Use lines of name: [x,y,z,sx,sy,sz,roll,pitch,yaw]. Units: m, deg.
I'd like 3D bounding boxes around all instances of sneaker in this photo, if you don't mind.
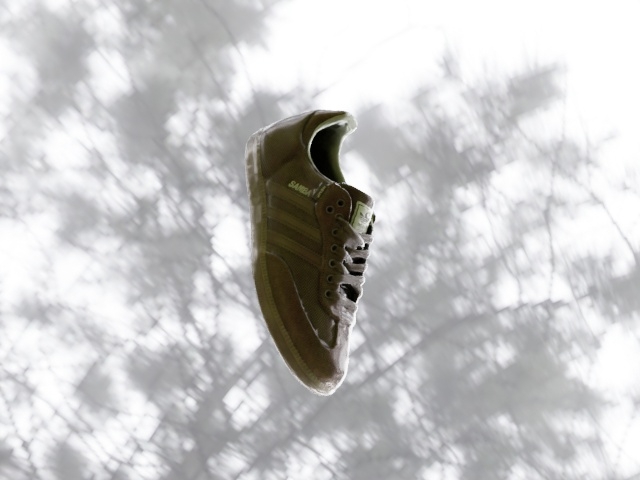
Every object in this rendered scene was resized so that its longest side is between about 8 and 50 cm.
sneaker: [0.000,0.000,1.161,0.071,0.066,0.188,-24,-120,22]
